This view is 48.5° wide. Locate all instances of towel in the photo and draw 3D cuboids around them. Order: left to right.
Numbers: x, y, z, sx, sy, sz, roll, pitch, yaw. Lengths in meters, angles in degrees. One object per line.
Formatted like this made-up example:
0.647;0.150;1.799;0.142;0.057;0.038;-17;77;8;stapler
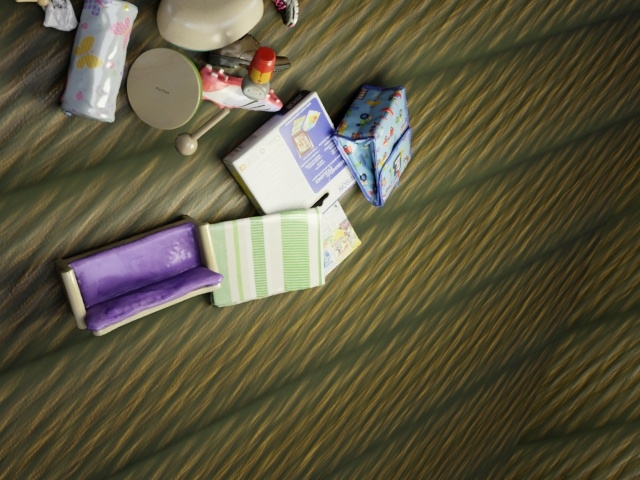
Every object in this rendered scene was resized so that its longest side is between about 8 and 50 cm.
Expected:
-0.144;0.042;1.907;0.324;0.038;0.248;-11;117;-19;towel

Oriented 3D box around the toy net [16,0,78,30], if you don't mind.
-0.591;-0.533;1.460;0.232;0.045;0.122;42;77;-38;toy net

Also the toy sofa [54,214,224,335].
-0.421;0.073;1.682;0.362;0.177;0.150;-21;116;-28;toy sofa

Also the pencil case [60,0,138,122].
-0.476;-0.392;1.536;0.124;0.113;0.273;-19;123;-77;pencil case

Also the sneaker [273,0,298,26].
-0.108;-0.614;1.768;0.074;0.063;0.171;-24;112;-28;sneaker

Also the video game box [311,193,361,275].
0.000;0.000;2.043;0.205;0.048;0.187;-41;121;-18;video game box

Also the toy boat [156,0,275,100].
-0.221;-0.469;1.631;0.267;0.148;0.318;-35;79;-28;toy boat

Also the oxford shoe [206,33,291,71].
-0.168;-0.467;1.759;0.227;0.082;0.096;1;99;-37;oxford shoe

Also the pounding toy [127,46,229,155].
-0.326;-0.335;1.657;0.183;0.110;0.237;-41;91;20;pounding toy

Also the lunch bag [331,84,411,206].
0.170;-0.256;2.023;0.221;0.138;0.293;-61;145;-31;lunch bag

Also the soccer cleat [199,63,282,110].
-0.208;-0.361;1.775;0.248;0.083;0.095;11;127;-42;soccer cleat

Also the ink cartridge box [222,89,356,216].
-0.068;-0.194;1.923;0.303;0.072;0.307;-44;129;-18;ink cartridge box
